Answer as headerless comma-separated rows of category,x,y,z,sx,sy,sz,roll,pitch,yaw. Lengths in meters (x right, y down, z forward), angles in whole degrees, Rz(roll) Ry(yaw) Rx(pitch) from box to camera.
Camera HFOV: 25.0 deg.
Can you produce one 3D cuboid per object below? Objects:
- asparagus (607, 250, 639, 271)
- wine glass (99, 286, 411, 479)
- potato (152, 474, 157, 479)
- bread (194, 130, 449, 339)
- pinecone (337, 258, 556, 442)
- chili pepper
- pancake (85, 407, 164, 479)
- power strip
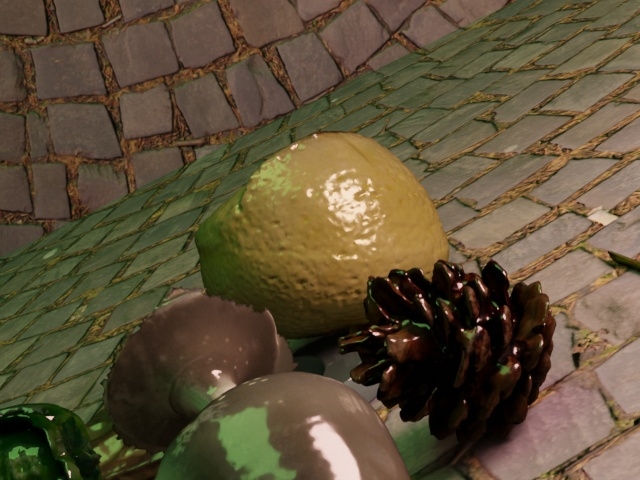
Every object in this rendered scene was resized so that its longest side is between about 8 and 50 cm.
asparagus,0.363,0.030,1.629,0.016,0.013,0.166,11,6,-18
wine glass,-0.052,0.205,1.298,0.238,0.238,0.323,-30,42,-7
potato,-0.122,0.281,1.508,0.138,0.098,0.243,-15,20,32
bread,0.004,0.011,1.837,0.320,0.237,0.320,-21,-16,-6
pinecone,0.130,0.103,1.440,0.184,0.204,0.179,-63,13,-9
chili pepper,-0.389,0.292,1.435,0.384,0.213,0.167,-23,-23,1
pancake,-0.225,0.245,1.896,0.294,0.049,0.294,-28,15,8
power strip,0.017,0.160,1.752,0.137,0.044,0.216,-27,16,5
